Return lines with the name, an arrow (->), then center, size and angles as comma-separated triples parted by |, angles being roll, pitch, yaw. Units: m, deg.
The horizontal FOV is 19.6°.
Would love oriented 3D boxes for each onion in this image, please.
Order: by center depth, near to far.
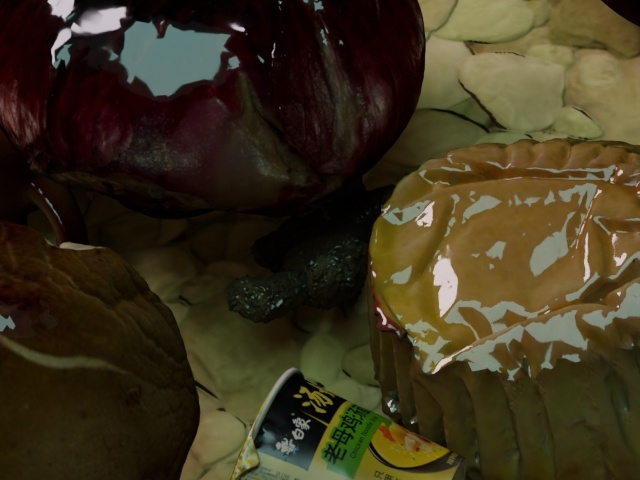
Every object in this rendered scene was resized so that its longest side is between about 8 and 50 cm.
onion -> -0.085, -0.147, 1.245 | 0.313, 0.232, 0.314 | -3, 40, 2

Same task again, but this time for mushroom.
mushroom -> -0.204, 0.065, 1.214 | 0.233, 0.208, 0.302 | 18, 33, -24

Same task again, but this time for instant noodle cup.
instant noodle cup -> 0.014, 0.162, 1.101 | 0.122, 0.151, 0.151 | 16, 56, 11

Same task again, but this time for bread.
bread -> 0.156, 0.034, 1.165 | 0.274, 0.149, 0.274 | -6, 55, 9

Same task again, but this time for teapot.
teapot -> -0.246, -0.066, 1.356 | 0.178, 0.135, 0.252 | -17, 64, -41

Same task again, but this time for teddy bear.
teddy bear -> 0.004, 0.008, 1.270 | 0.119, 0.078, 0.160 | -20, 29, 24

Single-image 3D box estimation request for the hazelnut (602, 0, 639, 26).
hazelnut -> 0.275, -0.252, 1.330 | 0.229, 0.229, 0.229 | -6, 51, 7
